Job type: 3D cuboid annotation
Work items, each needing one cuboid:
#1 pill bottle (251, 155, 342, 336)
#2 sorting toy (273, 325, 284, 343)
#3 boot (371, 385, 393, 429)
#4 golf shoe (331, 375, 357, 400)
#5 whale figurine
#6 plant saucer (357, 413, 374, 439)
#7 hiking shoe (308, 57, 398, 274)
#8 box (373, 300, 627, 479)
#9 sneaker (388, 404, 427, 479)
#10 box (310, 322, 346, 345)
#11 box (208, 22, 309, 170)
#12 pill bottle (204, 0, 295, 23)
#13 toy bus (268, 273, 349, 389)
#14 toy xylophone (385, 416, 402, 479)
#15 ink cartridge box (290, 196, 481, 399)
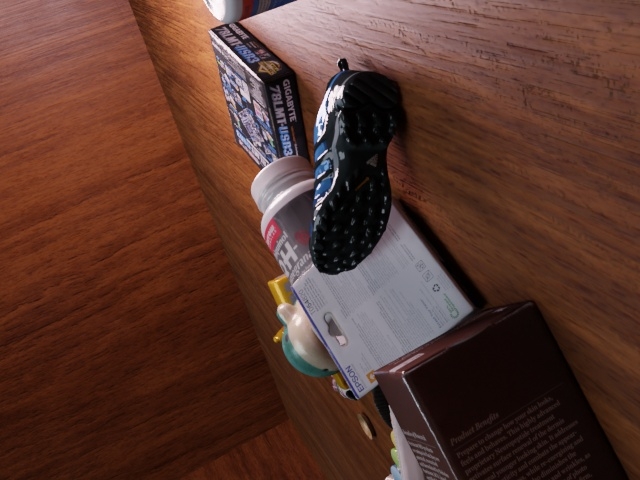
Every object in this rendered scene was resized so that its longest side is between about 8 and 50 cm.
[{"bbox_3d":[0.000,0.000,1.139,0.318,0.176,0.176,57,163,27],"label":"pill bottle"},{"bbox_3d":[-0.075,0.273,1.920,0.127,0.126,0.365,63,165,7],"label":"sorting toy"},{"bbox_3d":[0.141,0.330,1.414,0.137,0.077,0.198,91,163,-67],"label":"boot"},{"bbox_3d":[0.068,0.372,1.729,0.086,0.067,0.186,28,150,40],"label":"golf shoe"},{"bbox_3d":[-0.018,0.195,1.467,0.141,0.216,0.272,-50,38,36],"label":"whale figurine"},{"bbox_3d":[0.138,0.549,1.852,0.083,0.015,0.083,57,164,27],"label":"plant saucer"},{"bbox_3d":[0.041,-0.099,0.910,0.132,0.113,0.304,-123,41,-61],"label":"hiking shoe"},{"bbox_3d":[0.242,0.288,0.761,0.381,0.191,0.143,64,165,4],"label":"box"},{"bbox_3d":[0.196,0.291,1.080,0.135,0.150,0.366,79,-177,-66],"label":"sneaker"},{"bbox_3d":[0.065,0.170,1.280,0.170,0.130,0.091,46,156,50],"label":"box"},{"bbox_3d":[-0.127,-0.276,1.331,0.295,0.073,0.293,50,159,43],"label":"box"},{"bbox_3d":[-0.018,-0.311,0.624,0.124,0.221,0.124,57,162,29],"label":"pill bottle"},{"bbox_3d":[-0.005,0.231,1.607,0.333,0.130,0.108,65,165,-2],"label":"toy bus"},{"bbox_3d":[0.221,0.449,1.227,0.236,0.081,0.323,45,145,48],"label":"toy xylophone"},{"bbox_3d":[0.089,0.085,0.941,0.045,0.224,0.223,18,-145,-57],"label":"ink cartridge box"}]
